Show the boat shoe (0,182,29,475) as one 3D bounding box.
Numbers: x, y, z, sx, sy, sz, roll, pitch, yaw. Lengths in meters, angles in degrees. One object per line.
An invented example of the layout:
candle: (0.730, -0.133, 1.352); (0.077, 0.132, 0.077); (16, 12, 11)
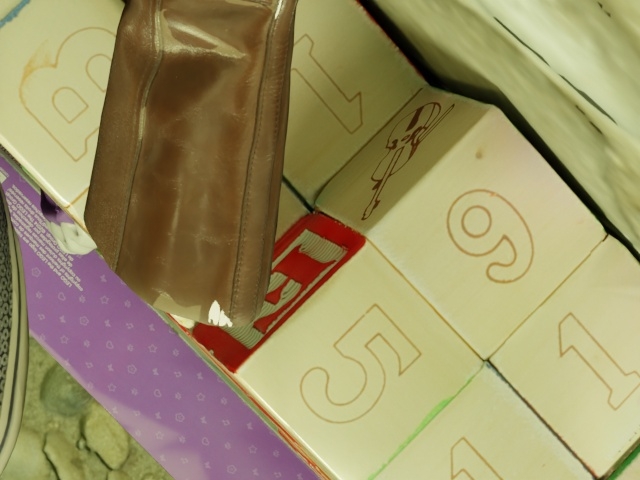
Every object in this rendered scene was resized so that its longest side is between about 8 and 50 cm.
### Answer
boat shoe: (-0.178, -0.063, 0.640); (0.158, 0.127, 0.340); (157, 98, -81)

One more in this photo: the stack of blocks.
stack of blocks: (0.000, 0.000, 0.505); (0.297, 0.087, 0.171); (48, 174, -18)

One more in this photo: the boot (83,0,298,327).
boot: (-0.040, -0.047, 0.393); (0.106, 0.037, 0.114); (39, 131, 43)

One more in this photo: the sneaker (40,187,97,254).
sneaker: (-0.091, -0.066, 0.730); (0.104, 0.095, 0.236); (55, 174, -13)

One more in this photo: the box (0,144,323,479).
box: (-0.055, 0.034, 0.923); (0.293, 0.057, 0.201); (46, -160, -3)
